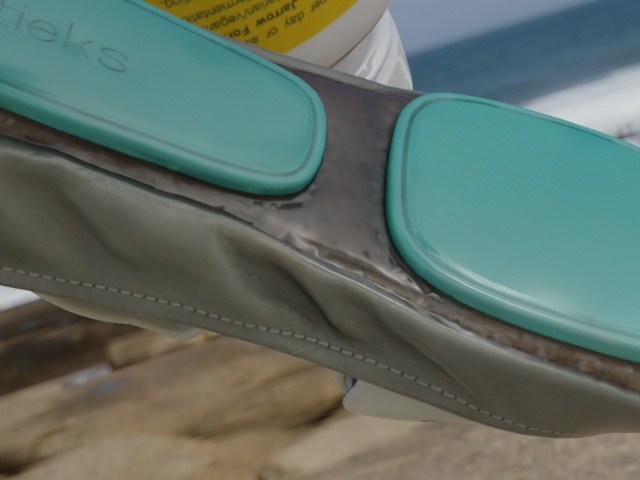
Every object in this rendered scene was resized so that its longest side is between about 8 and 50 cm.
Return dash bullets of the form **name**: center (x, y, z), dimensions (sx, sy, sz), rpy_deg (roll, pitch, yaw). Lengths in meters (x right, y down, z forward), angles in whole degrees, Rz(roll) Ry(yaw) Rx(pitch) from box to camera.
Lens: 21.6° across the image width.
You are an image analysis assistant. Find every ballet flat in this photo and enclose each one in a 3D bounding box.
- **ballet flat**: center (0.000, 0.000, 0.340), dimensions (0.213, 0.068, 0.072), rpy_deg (19, 43, -6)

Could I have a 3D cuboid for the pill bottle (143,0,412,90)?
- **pill bottle**: center (-0.070, -0.172, 0.715), dimensions (0.188, 0.334, 0.188), rpy_deg (-13, 42, 12)
